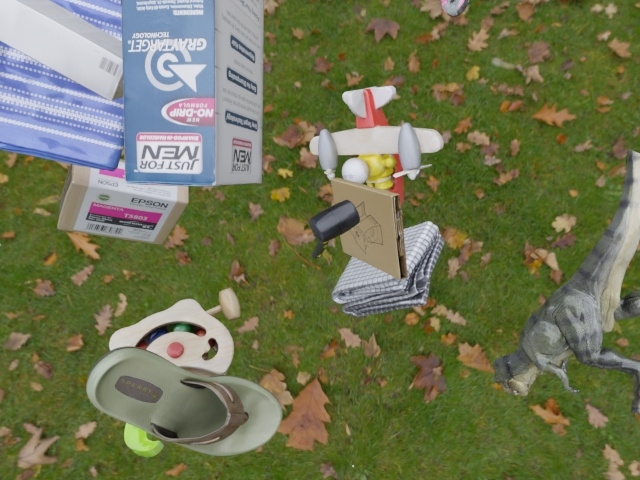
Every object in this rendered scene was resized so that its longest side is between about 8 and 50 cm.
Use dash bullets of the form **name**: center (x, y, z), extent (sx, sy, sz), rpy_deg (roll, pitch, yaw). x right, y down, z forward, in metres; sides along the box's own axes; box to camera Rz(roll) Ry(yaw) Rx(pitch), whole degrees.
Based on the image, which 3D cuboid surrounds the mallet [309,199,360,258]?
- **mallet**: center (0.000, 0.000, 0.729), extent (0.062, 0.189, 0.039), rpy_deg (-27, 79, -22)

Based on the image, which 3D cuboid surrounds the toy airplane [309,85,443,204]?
- **toy airplane**: center (0.155, -0.293, 1.621), extent (0.384, 0.386, 0.272), rpy_deg (38, 58, 5)

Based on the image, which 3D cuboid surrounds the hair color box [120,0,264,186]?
- **hair color box**: center (-0.134, -0.236, 0.572), extent (0.105, 0.174, 0.347), rpy_deg (2, 97, 10)

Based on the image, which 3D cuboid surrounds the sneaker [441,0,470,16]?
- **sneaker**: center (0.201, -0.340, 0.680), extent (0.047, 0.057, 0.119), rpy_deg (7, 69, 48)

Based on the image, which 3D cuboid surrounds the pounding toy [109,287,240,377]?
- **pounding toy**: center (-0.254, 0.211, 0.960), extent (0.270, 0.155, 0.154), rpy_deg (-25, 74, -24)

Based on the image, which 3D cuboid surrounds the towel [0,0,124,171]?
- **towel**: center (-0.431, -0.297, 0.844), extent (0.243, 0.040, 0.336), rpy_deg (12, 105, -19)

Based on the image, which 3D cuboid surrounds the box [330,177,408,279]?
- **box**: center (0.091, -0.027, 0.980), extent (0.021, 0.164, 0.201), rpy_deg (-20, 24, -25)

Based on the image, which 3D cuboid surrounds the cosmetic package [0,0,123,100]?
- **cosmetic package**: center (-0.352, -0.268, 0.658), extent (0.239, 0.099, 0.060), rpy_deg (28, 112, -9)

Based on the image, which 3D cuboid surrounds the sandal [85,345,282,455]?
- **sandal**: center (-0.176, 0.241, 0.715), extent (0.086, 0.303, 0.120), rpy_deg (11, 75, 52)

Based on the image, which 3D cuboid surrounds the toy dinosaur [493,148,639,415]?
- **toy dinosaur**: center (0.246, 0.069, 0.441), extent (0.118, 0.268, 0.064), rpy_deg (33, 31, 24)

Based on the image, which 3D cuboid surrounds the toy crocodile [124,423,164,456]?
- **toy crocodile**: center (-0.385, 0.339, 1.213), extent (0.105, 0.115, 0.340), rpy_deg (3, 39, 4)

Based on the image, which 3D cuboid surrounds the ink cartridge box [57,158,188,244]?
- **ink cartridge box**: center (-0.430, -0.085, 1.115), extent (0.235, 0.193, 0.088), rpy_deg (10, 57, -30)

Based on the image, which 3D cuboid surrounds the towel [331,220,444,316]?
- **towel**: center (0.189, 0.081, 1.378), extent (0.121, 0.284, 0.235), rpy_deg (50, 50, -18)
